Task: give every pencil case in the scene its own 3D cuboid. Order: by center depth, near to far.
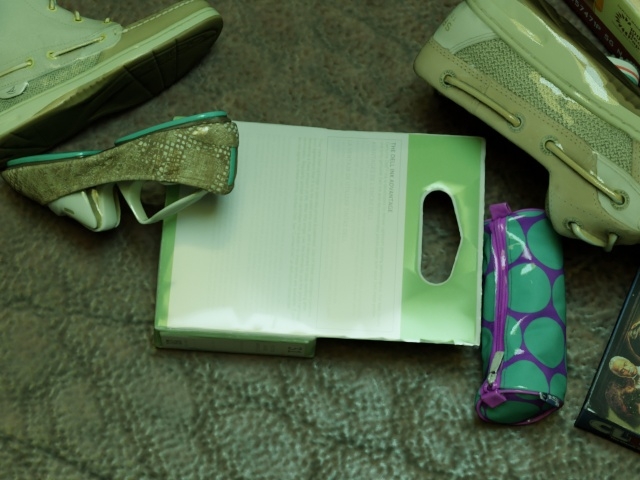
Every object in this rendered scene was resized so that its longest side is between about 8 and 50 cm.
[{"bbox_3d":[0.145,0.054,1.341,0.064,0.070,0.152,-16,62,37],"label":"pencil case"}]

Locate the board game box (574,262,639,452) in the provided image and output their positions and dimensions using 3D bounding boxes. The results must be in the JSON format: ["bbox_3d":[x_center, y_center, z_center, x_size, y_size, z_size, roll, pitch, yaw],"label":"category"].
[{"bbox_3d":[0.308,0.057,1.360,0.165,0.042,0.243,22,70,6],"label":"board game box"}]

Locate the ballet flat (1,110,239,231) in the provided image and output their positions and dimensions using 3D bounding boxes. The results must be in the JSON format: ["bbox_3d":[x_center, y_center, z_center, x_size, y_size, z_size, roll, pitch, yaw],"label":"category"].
[{"bbox_3d":[-0.146,-0.042,1.333,0.206,0.073,0.067,-11,88,34],"label":"ballet flat"}]

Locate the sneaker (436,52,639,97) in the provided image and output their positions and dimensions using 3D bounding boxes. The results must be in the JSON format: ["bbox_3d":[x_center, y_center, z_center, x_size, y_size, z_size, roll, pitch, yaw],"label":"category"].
[{"bbox_3d":[0.165,-0.104,1.408,0.161,0.057,0.075,5,63,-3],"label":"sneaker"}]

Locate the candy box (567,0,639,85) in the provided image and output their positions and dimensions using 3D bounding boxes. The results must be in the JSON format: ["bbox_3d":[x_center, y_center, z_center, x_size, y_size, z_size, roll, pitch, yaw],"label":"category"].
[{"bbox_3d":[0.343,-0.261,1.459,0.316,0.087,0.183,-33,73,-14],"label":"candy box"}]

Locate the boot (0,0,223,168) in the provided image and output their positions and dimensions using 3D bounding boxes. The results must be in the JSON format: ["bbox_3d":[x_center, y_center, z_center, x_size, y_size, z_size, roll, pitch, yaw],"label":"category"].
[{"bbox_3d":[-0.198,-0.170,1.409,0.213,0.077,0.165,-29,71,-7],"label":"boot"}]

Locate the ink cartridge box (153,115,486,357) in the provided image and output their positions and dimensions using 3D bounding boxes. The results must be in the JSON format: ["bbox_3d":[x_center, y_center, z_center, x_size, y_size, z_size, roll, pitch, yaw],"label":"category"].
[{"bbox_3d":[0.000,0.000,1.363,0.235,0.056,0.171,4,69,-2],"label":"ink cartridge box"}]

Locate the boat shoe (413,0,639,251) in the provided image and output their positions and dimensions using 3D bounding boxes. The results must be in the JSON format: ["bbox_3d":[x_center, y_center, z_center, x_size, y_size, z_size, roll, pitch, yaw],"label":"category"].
[{"bbox_3d":[0.213,-0.048,1.329,0.341,0.121,0.110,46,105,16],"label":"boat shoe"}]
